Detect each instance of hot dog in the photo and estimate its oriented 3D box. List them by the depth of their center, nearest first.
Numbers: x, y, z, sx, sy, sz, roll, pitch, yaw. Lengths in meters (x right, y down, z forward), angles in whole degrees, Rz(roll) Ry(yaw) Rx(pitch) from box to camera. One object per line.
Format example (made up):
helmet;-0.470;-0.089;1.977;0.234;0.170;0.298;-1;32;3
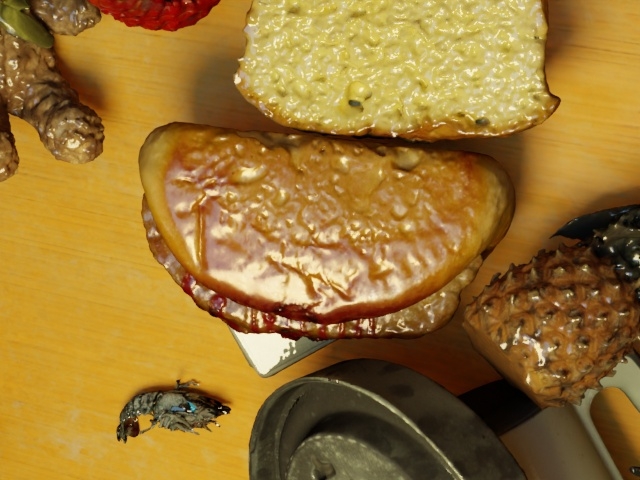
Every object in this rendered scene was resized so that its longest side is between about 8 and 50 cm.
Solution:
hot dog;0.000;0.000;1.240;0.405;0.185;0.223;7;93;3

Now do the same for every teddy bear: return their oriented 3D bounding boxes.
teddy bear;-0.367;-0.240;1.334;0.296;0.246;0.222;57;152;34

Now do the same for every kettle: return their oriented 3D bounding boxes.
kettle;0.288;0.329;1.271;0.361;0.250;0.376;-27;92;2

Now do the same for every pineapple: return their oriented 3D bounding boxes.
pineapple;0.314;0.012;1.173;0.364;0.165;0.165;-42;88;-10

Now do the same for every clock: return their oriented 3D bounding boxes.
clock;0.076;0.304;1.184;0.386;0.076;0.386;24;126;39

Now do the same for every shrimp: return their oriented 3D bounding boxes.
shrimp;-0.197;0.220;1.467;0.174;0.082;0.076;-12;104;28

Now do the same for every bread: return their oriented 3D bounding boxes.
bread;0.092;-0.202;1.212;0.340;0.179;0.194;3;103;20

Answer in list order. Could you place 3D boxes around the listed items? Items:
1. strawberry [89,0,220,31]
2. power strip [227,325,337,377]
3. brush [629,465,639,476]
strawberry;-0.190;-0.320;1.236;0.205;0.244;0.205;4;106;15
power strip;-0.030;0.032;1.368;0.213;0.064;0.198;-29;92;5
brush;0.361;0.251;1.213;0.083;0.024;0.008;20;149;-17
